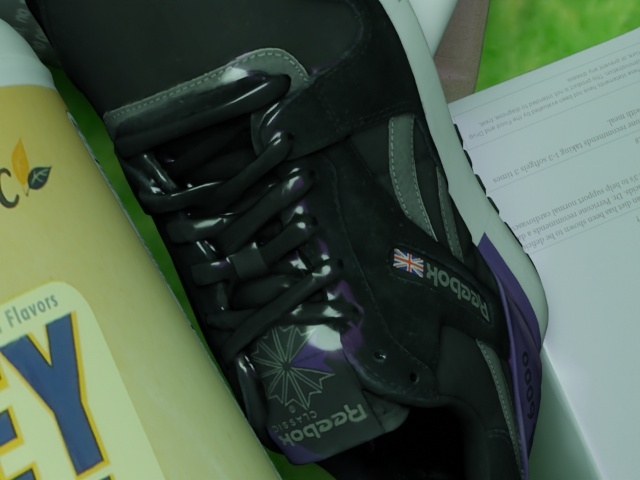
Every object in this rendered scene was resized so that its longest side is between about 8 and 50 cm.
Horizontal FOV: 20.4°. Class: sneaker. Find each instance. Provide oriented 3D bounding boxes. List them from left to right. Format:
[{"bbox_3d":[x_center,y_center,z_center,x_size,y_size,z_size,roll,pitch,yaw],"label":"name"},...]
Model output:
[{"bbox_3d":[0.000,0.000,0.580,0.283,0.107,0.124,50,30,-35],"label":"sneaker"}]

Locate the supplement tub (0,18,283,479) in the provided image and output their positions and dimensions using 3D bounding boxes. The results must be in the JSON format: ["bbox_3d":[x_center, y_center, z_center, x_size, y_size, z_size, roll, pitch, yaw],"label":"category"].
[{"bbox_3d":[-0.144,0.068,0.531,0.228,0.228,0.316,-30,87,-15],"label":"supplement tub"}]

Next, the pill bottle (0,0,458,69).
[{"bbox_3d":[-0.117,-0.178,0.663,0.361,0.204,0.204,21,76,-8],"label":"pill bottle"}]

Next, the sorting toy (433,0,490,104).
[{"bbox_3d":[-0.010,-0.170,0.808,0.193,0.038,0.208,12,82,-9],"label":"sorting toy"}]

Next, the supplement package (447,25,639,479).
[{"bbox_3d":[0.115,0.019,0.758,0.105,0.105,0.179,-22,84,-16],"label":"supplement package"}]
